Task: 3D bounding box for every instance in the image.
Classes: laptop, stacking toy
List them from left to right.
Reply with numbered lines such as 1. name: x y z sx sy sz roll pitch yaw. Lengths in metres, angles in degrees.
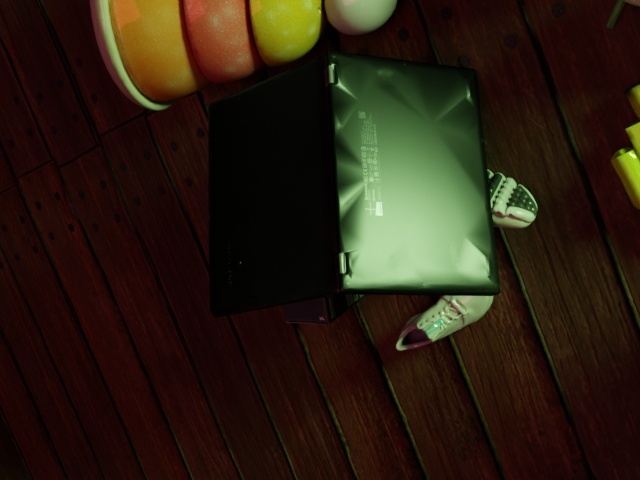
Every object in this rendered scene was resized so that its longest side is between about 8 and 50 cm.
1. stacking toy: -0.110 -0.398 1.260 0.479 0.350 0.351 3 109 14
2. laptop: 0.039 -0.080 1.212 0.236 0.407 0.382 141 129 -67

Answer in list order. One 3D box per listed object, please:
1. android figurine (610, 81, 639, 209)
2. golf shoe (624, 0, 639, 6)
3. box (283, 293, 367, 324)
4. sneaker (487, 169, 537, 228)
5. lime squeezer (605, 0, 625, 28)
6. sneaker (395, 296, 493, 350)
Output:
1. android figurine: 0.557 -0.126 1.065 0.248 0.056 0.273 -26 90 35
2. golf shoe: 0.525 -0.304 0.976 0.272 0.105 0.120 10 133 17
3. box: 0.000 0.000 1.365 0.103 0.184 0.261 -2 105 31
4. sneaker: 0.225 -0.058 1.270 0.292 0.110 0.118 13 127 29
5. lime squeezer: 0.508 -0.418 1.004 0.310 0.059 0.110 -29 121 33
6. sneaker: 0.220 0.143 1.336 0.080 0.094 0.212 52 124 7
